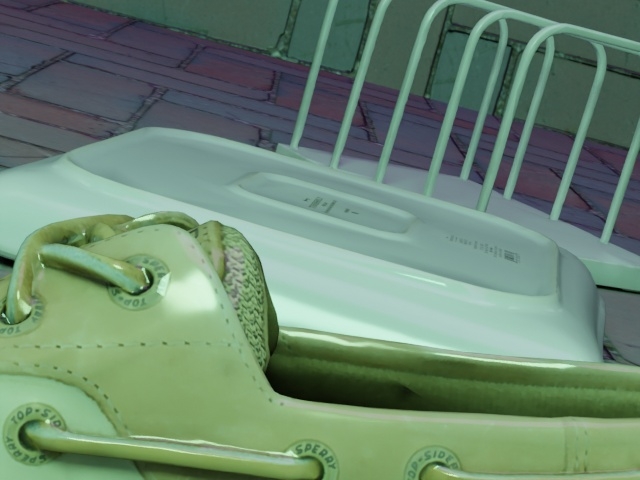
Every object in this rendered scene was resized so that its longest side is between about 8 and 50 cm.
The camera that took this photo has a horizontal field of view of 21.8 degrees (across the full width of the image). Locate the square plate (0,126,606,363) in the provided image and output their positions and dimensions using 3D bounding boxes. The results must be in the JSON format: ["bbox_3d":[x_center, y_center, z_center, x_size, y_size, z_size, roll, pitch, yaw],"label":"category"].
[{"bbox_3d":[0.000,0.000,0.927,0.344,0.049,0.347,16,10,6],"label":"square plate"}]

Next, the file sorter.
[{"bbox_3d":[0.129,-0.089,1.255,0.192,0.173,0.277,9,11,-32],"label":"file sorter"}]

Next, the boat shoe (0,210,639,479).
[{"bbox_3d":[-0.047,0.044,0.434,0.341,0.110,0.121,14,10,-8],"label":"boat shoe"}]
